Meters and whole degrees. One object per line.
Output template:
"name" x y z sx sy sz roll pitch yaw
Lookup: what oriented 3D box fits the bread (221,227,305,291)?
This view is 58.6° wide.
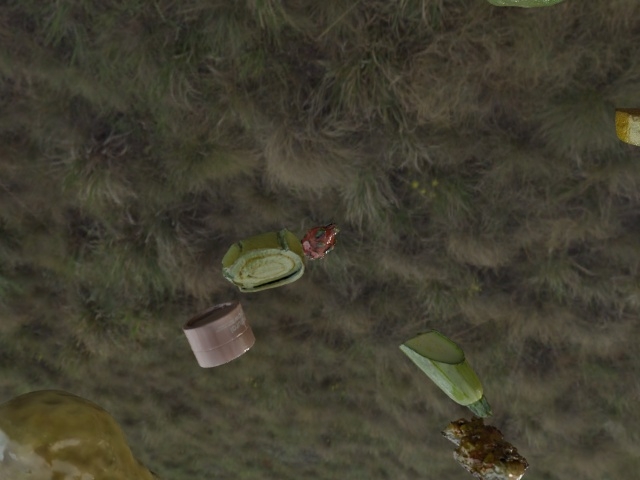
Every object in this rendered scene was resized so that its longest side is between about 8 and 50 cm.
"bread" -0.106 0.039 1.061 0.156 0.064 0.118 -11 137 -8

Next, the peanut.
"peanut" -0.213 0.259 0.540 0.146 0.147 0.306 -1 132 15

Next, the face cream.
"face cream" -0.244 0.222 1.374 0.149 0.149 0.104 -14 104 31

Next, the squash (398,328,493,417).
"squash" 0.239 0.237 1.026 0.075 0.200 0.090 -53 161 19

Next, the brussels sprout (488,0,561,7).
"brussels sprout" 0.303 -0.425 0.760 0.243 0.244 0.244 6 146 4

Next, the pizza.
"pizza" 0.350 0.432 1.204 0.161 0.086 0.305 24 -178 3

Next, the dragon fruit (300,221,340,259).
"dragon fruit" 0.000 -0.002 1.525 0.086 0.081 0.116 31 106 -33

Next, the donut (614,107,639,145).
"donut" 0.613 -0.200 1.017 0.178 0.162 0.066 -4 110 -16
